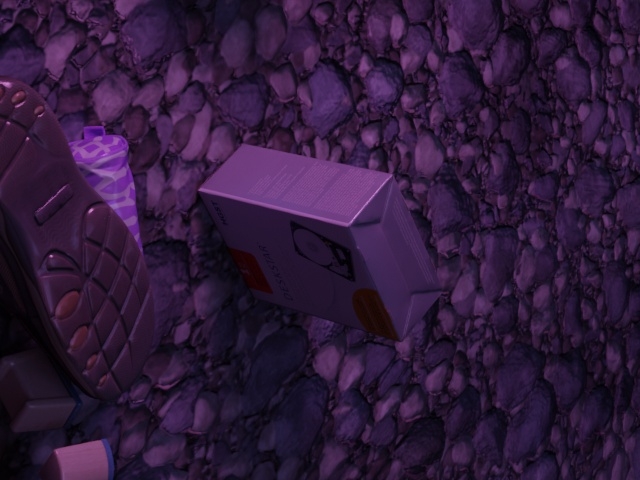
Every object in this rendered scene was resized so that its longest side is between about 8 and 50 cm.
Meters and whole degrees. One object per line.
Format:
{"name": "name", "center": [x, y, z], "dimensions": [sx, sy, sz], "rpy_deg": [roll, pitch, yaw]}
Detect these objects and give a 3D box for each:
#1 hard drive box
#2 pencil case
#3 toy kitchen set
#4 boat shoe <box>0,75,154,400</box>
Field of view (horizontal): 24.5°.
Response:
{"name": "hard drive box", "center": [0.000, 0.000, 1.655], "dimensions": [0.089, 0.232, 0.181], "rpy_deg": [-48, 131, -28]}
{"name": "pencil case", "center": [-0.224, -0.007, 1.518], "dimensions": [0.088, 0.086, 0.206], "rpy_deg": [-69, 157, -67]}
{"name": "toy kitchen set", "center": [-0.289, 0.235, 1.528], "dimensions": [0.122, 0.166, 0.207], "rpy_deg": [-5, 141, -47]}
{"name": "boat shoe", "center": [-0.275, -0.003, 1.427], "dimensions": [0.132, 0.130, 0.355], "rpy_deg": [-42, 123, -36]}
